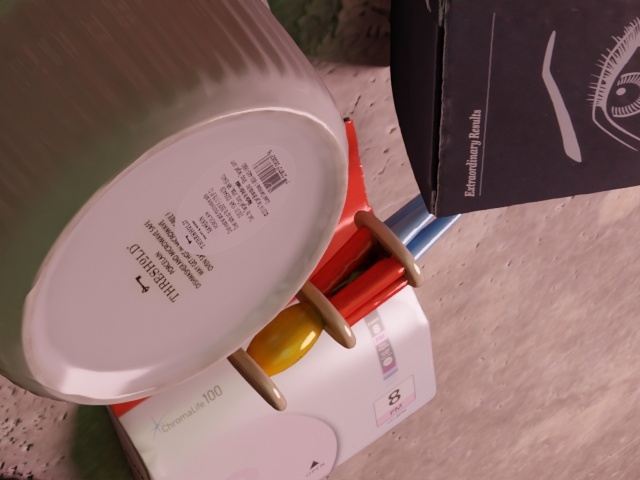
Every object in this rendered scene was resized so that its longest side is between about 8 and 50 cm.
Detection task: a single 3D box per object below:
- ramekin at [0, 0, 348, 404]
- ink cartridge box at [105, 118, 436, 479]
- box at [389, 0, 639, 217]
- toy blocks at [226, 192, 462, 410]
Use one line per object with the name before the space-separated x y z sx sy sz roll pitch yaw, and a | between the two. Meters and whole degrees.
ramekin | -0.085 -0.024 0.800 0.207 0.109 0.207 -28 145 -22
ink cartridge box | -0.029 0.066 1.026 0.189 0.066 0.232 -34 151 -15
box | 0.141 -0.110 0.881 0.207 0.108 0.153 -8 142 -6
toy blocks | 0.000 0.000 0.953 0.148 0.054 0.123 -42 129 -10
